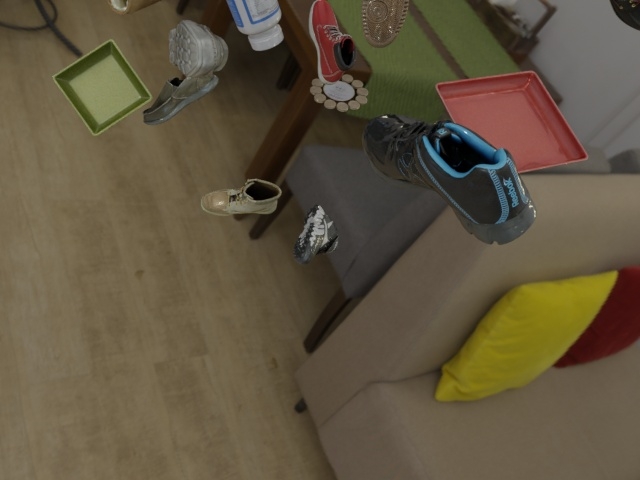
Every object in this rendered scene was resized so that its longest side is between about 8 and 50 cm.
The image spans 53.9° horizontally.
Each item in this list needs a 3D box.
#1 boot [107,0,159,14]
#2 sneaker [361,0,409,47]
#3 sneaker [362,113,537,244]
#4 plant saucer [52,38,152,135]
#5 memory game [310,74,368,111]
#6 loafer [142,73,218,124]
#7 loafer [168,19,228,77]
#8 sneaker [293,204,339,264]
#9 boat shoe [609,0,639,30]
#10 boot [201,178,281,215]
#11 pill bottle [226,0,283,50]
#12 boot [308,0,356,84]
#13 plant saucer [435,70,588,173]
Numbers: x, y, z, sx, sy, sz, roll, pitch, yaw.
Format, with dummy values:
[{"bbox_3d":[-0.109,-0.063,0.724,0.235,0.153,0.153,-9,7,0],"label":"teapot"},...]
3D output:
[{"bbox_3d":[-0.254,-0.532,1.080,0.089,0.236,0.269,19,37,29],"label":"boot"},{"bbox_3d":[0.137,-0.573,1.381,0.099,0.282,0.153,2,21,-3],"label":"sneaker"},{"bbox_3d":[0.174,-0.133,0.926,0.125,0.140,0.341,-41,44,-10],"label":"sneaker"},{"bbox_3d":[-0.574,-0.402,1.675,0.188,0.045,0.188,-35,98,-4],"label":"plant saucer"},{"bbox_3d":[0.058,-0.461,1.952,0.186,0.012,0.186,5,51,-7],"label":"memory game"},{"bbox_3d":[-0.402,-0.410,1.751,0.087,0.251,0.094,53,17,-27],"label":"loafer"},{"bbox_3d":[-0.243,-0.394,1.293,0.111,0.112,0.319,-4,22,-18],"label":"loafer"},{"bbox_3d":[0.000,0.000,1.574,0.106,0.078,0.234,39,29,-13],"label":"sneaker"},{"bbox_3d":[0.407,-0.324,0.828,0.133,0.049,0.042,44,24,-19],"label":"boat shoe"},{"bbox_3d":[-0.217,-0.118,1.708,0.213,0.165,0.077,1,81,-10],"label":"boot"},{"bbox_3d":[-0.173,-0.609,1.615,0.124,0.222,0.124,-12,41,11],"label":"pill bottle"},{"bbox_3d":[0.041,-0.583,1.772,0.088,0.176,0.245,-9,87,-21],"label":"boot"},{"bbox_3d":[0.400,-0.243,1.352,0.258,0.048,0.259,-11,63,-17],"label":"plant saucer"}]
